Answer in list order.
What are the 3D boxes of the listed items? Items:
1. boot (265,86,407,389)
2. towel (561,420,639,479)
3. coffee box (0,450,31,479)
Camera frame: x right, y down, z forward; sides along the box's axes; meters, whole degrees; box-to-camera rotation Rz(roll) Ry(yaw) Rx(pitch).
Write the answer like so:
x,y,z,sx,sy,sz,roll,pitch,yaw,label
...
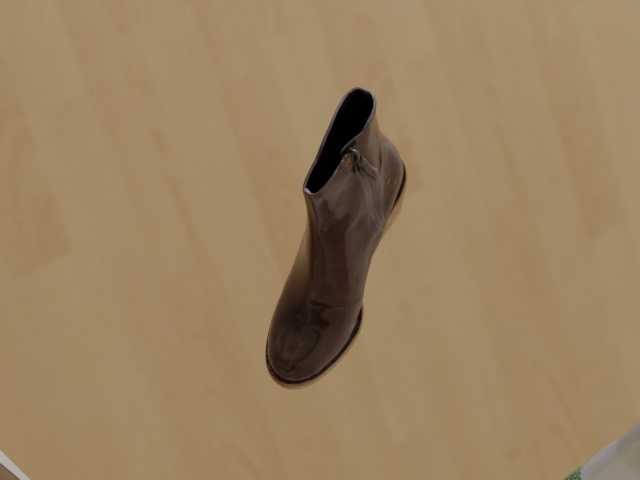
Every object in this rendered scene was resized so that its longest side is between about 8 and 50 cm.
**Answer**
x,y,z,sx,sy,sz,roll,pitch,yaw,label
0.000,0.000,1.548,0.248,0.090,0.207,-62,159,-17,boot
0.147,0.072,0.443,0.113,0.152,0.023,38,47,-7,towel
-0.220,0.342,0.828,0.338,0.334,0.337,-36,116,6,coffee box
